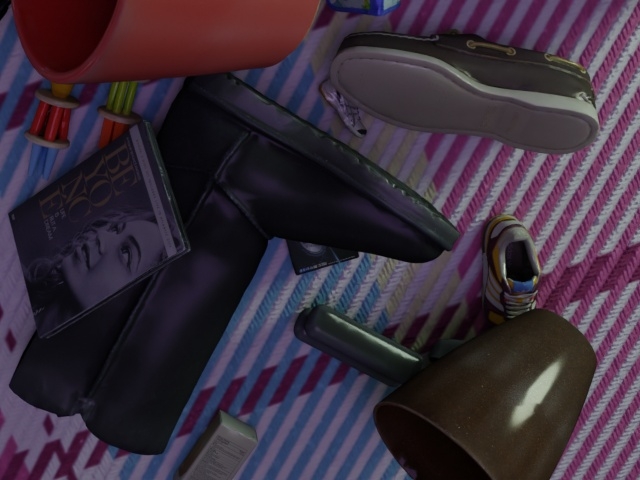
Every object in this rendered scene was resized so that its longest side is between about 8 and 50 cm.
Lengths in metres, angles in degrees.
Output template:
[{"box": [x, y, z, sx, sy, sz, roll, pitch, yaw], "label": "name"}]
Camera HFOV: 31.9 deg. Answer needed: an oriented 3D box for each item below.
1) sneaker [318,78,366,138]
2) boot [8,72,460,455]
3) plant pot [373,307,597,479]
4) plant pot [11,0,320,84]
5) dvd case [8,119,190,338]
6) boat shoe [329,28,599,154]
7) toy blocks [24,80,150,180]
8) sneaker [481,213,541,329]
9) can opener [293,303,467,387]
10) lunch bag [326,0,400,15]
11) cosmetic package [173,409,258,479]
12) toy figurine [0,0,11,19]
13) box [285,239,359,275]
[{"box": [0.035, -0.159, 1.327, 0.037, 0.032, 0.083, -37, 111, 5], "label": "sneaker"}, {"box": [-0.105, 0.069, 1.301, 0.367, 0.146, 0.445, 33, 97, 3], "label": "boot"}, {"box": [0.219, 0.195, 1.332, 0.230, 0.215, 0.215, -42, 112, -22], "label": "plant pot"}, {"box": [-0.146, -0.283, 1.125, 0.243, 0.275, 0.275, 0, 111, -38], "label": "plant pot"}, {"box": [-0.252, -0.011, 1.246, 0.221, 0.164, 0.018, -30, 156, 23], "label": "dvd case"}, {"box": [0.169, -0.188, 1.305, 0.324, 0.096, 0.116, 11, 147, -9], "label": "boat shoe"}, {"box": [-0.270, -0.133, 1.277, 0.123, 0.054, 0.148, 14, 108, -15], "label": "toy blocks"}, {"box": [0.242, 0.064, 1.408, 0.070, 0.084, 0.185, -13, 110, -4], "label": "sneaker"}, {"box": [0.100, 0.146, 1.432, 0.280, 0.074, 0.093, 24, 70, -18], "label": "can opener"}, {"box": [0.047, -0.315, 1.212, 0.096, 0.151, 0.128, -7, 110, -7], "label": "lunch bag"}, {"box": [-0.136, 0.283, 1.447, 0.060, 0.041, 0.115, 33, 101, -17], "label": "cosmetic package"}, {"box": [-0.437, -0.220, 1.140, 0.148, 0.209, 0.213, 37, 99, -13], "label": "toy figurine"}, {"box": [0.000, 0.000, 1.383, 0.083, 0.018, 0.067, -16, 111, -3], "label": "box"}]
